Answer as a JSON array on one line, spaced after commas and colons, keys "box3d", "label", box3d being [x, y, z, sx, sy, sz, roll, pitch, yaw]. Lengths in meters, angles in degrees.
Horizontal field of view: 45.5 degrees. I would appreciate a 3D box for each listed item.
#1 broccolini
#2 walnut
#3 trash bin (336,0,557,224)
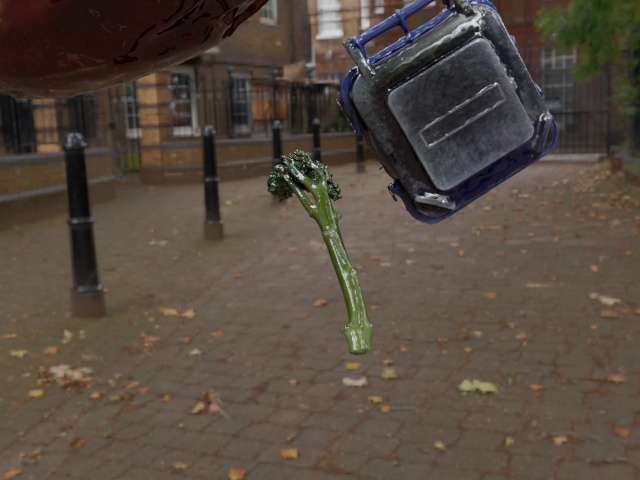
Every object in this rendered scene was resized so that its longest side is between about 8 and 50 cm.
[{"box3d": [-0.001, -0.006, 0.507, 0.054, 0.052, 0.194, -11, 40, -5], "label": "broccolini"}, {"box3d": [-0.131, -0.231, 0.462, 0.269, 0.243, 0.221, -25, -34, 4], "label": "walnut"}, {"box3d": [0.101, -0.139, 0.752, 0.163, 0.184, 0.234, -31, 13, 2], "label": "trash bin"}]
